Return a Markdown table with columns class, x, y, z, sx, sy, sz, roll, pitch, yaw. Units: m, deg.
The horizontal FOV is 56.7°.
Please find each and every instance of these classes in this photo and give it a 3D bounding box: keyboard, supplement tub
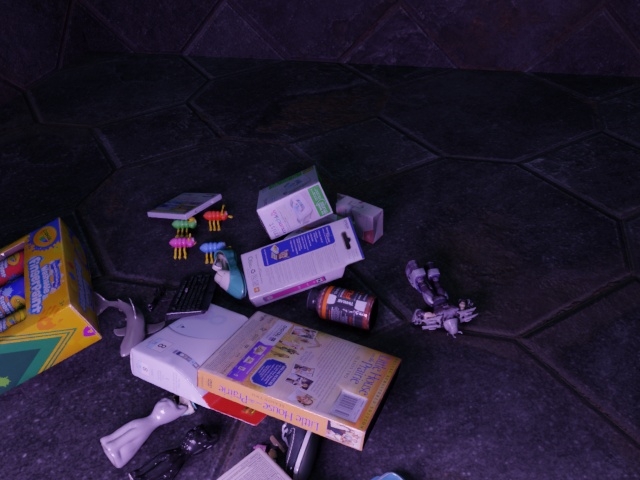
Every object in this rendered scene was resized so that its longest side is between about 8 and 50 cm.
| class | x | y | z | sx | sy | sz | roll | pitch | yaw |
| --- | --- | --- | --- | --- | --- | --- | --- | --- | --- |
| keyboard | -0.420 | 0.165 | 1.774 | 0.202 | 0.033 | 0.317 | -10 | 15 | -2 |
| supplement tub | 0.063 | 0.192 | 1.730 | 0.198 | 0.106 | 0.106 | 11 | 39 | 18 |

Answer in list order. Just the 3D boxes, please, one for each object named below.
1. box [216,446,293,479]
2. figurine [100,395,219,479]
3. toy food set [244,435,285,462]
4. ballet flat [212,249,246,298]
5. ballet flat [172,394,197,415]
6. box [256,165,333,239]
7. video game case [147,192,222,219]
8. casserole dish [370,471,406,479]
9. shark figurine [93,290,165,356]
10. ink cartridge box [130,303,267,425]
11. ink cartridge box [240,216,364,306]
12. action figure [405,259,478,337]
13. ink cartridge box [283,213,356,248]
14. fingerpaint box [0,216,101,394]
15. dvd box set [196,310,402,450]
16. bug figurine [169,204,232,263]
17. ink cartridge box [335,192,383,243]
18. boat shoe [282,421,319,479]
| class | x | y | z | sx | sy | sz | roll | pitch | yaw |
| --- | --- | --- | --- | --- | --- | --- | --- | --- | --- |
| box | -0.105 | 0.573 | 1.222 | 0.149 | 0.126 | 0.232 | -30 | 45 | -31 |
| figurine | -0.379 | 0.475 | 1.401 | 0.215 | 0.092 | 0.209 | 29 | 48 | 36 |
| toy food set | -0.145 | 0.517 | 1.391 | 0.122 | 0.019 | 0.078 | -33 | 45 | -22 |
| ballet flat | -0.299 | 0.106 | 1.886 | 0.087 | 0.083 | 0.247 | 7 | 27 | -23 |
| ballet flat | -0.366 | 0.387 | 1.553 | 0.052 | 0.057 | 0.168 | -24 | 39 | -6 |
| box | -0.091 | -0.133 | 2.057 | 0.231 | 0.126 | 0.262 | -23 | 19 | 5 |
| video game case | -0.508 | -0.130 | 2.216 | 0.212 | 0.023 | 0.193 | 5 | 29 | 36 |
| casserole dish | 0.172 | 0.574 | 1.274 | 0.114 | 0.037 | 0.188 | -27 | 44 | -27 |
| shark figurine | -0.579 | 0.208 | 1.760 | 0.166 | 0.116 | 0.278 | -28 | 45 | -31 |
| ink cartridge box | -0.245 | 0.306 | 1.552 | 0.385 | 0.091 | 0.308 | 14 | 23 | 25 |
| ink cartridge box | -0.056 | 0.064 | 1.837 | 0.371 | 0.069 | 0.175 | -21 | 52 | 5 |
| action figure | 0.347 | 0.177 | 1.741 | 0.185 | 0.099 | 0.285 | -4 | 40 | -13 |
| ink cartridge box | 0.000 | 0.000 | 2.001 | 0.154 | 0.093 | 0.212 | 23 | 47 | 30 |
| fingerpaint box | -0.856 | 0.181 | 1.696 | 0.371 | 0.163 | 0.445 | -29 | 42 | -5 |
| dvd box set | -0.042 | 0.323 | 1.452 | 0.420 | 0.062 | 0.307 | 15 | 27 | 17 |
| bug figurine | -0.420 | -0.028 | 2.088 | 0.216 | 0.072 | 0.279 | -6 | 37 | -3 |
| ink cartridge box | 0.120 | -0.080 | 2.077 | 0.198 | 0.115 | 0.067 | 24 | 45 | 33 |
| boat shoe | -0.044 | 0.445 | 1.409 | 0.091 | 0.114 | 0.302 | 7 | 26 | 13 |
